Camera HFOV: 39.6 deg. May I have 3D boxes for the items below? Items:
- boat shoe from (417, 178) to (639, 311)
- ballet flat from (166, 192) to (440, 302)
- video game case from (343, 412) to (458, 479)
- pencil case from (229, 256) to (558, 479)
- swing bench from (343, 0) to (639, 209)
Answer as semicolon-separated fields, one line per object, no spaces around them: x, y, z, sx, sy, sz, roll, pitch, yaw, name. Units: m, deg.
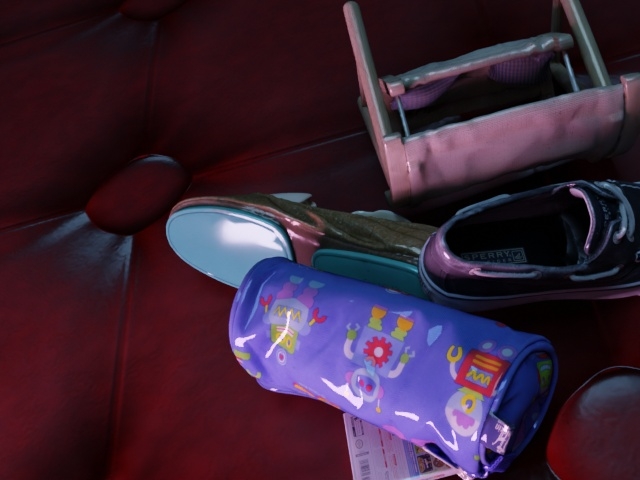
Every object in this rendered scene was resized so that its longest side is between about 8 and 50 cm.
0.239;-0.009;0.807;0.301;0.102;0.108;-7;66;-9;boat shoe
0.000;0.000;0.956;0.342;0.116;0.124;9;33;29;ballet flat
0.085;0.180;0.809;0.122;0.011;0.087;-17;44;8;video game case
0.055;0.110;0.797;0.306;0.119;0.133;16;81;35;pencil case
0.176;-0.155;0.966;0.253;0.165;0.255;-13;49;1;swing bench
